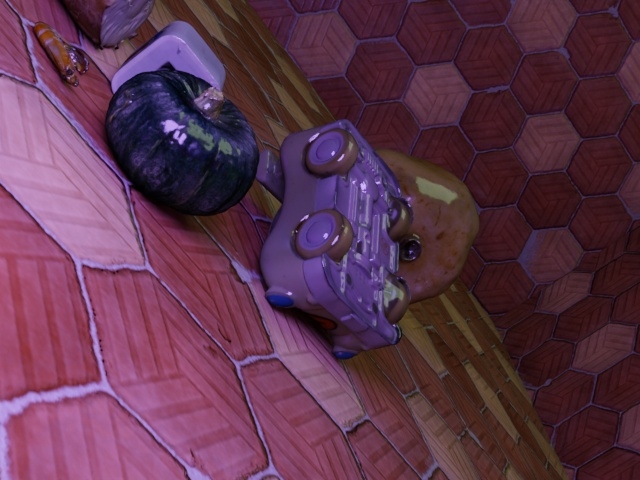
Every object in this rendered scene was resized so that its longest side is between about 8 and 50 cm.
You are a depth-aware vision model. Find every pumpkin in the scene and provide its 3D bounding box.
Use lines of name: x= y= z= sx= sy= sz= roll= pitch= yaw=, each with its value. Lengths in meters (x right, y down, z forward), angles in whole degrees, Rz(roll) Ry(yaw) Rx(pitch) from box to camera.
pumpkin: x=-0.171 y=-0.130 z=1.118 sx=0.211 sy=0.152 sz=0.211 roll=47 pitch=11 yaw=-12

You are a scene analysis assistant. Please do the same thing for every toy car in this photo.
toy car: x=0.000 y=0.000 z=1.395 sx=0.242 sy=0.226 sz=0.336 roll=45 pitch=41 yaw=-43

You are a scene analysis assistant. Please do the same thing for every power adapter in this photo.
power adapter: x=-0.221 y=-0.249 z=1.325 sx=0.125 sy=0.130 sz=0.205 roll=50 pitch=11 yaw=-20

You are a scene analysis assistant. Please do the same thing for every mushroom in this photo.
mushroom: x=-0.323 y=-0.383 z=1.288 sx=0.151 sy=0.156 sz=0.285 roll=41 pitch=1 yaw=-8

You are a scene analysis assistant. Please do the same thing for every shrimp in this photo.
shrimp: x=-0.320 y=-0.229 z=1.121 sx=0.127 sy=0.025 sz=0.091 roll=58 pitch=10 yaw=33

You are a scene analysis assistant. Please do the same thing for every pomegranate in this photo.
pomegranate: x=0.157 y=-0.031 z=1.786 sx=0.332 sy=0.333 sz=0.332 roll=51 pitch=12 yaw=-15
